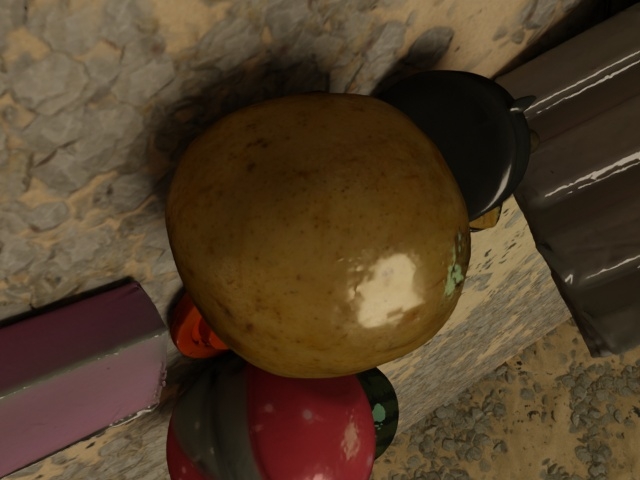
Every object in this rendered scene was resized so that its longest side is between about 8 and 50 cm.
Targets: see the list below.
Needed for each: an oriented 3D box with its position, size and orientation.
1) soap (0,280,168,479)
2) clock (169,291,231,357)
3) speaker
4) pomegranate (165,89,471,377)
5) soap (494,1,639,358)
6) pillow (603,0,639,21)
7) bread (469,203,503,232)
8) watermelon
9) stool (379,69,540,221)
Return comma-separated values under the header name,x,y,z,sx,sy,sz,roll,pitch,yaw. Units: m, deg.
name,x,y,z,sx,sy,sz,roll,pitch,yaw
soap,-0.288,0.154,0.648,0.260,0.081,0.181,-20,149,-30
clock,-0.088,0.077,0.808,0.205,0.051,0.205,-30,154,-17
speaker,-0.075,0.280,0.905,0.294,0.294,0.294,-29,154,-16
pomegranate,0.000,0.000,0.566,0.260,0.260,0.260,-29,154,-16
soap,0.442,-0.105,0.758,0.435,0.350,0.213,-29,158,17
pillow,0.411,-0.334,0.716,0.212,0.052,0.208,-26,156,11
bread,0.245,-0.055,1.011,0.072,0.053,0.106,-11,150,0
watermelon,0.039,0.311,1.189,0.212,0.212,0.212,-29,154,-16
stool,0.119,-0.098,0.696,0.139,0.228,0.153,-20,107,-57
